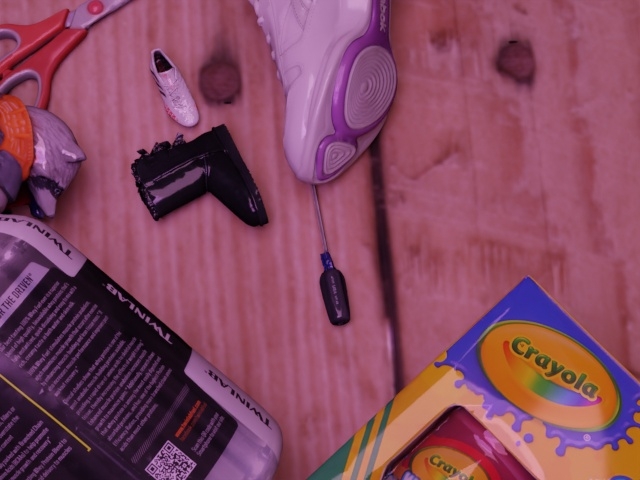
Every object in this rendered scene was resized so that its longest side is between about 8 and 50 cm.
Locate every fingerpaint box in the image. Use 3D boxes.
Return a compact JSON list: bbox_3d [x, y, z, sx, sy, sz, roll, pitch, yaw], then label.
[{"bbox_3d":[0.185,0.316,1.163,0.371,0.163,0.445,-41,76,-12],"label":"fingerpaint box"}]

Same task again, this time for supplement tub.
[{"bbox_3d":[-0.214,0.124,1.161,0.338,0.207,0.207,42,75,-9],"label":"supplement tub"}]

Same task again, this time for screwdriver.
[{"bbox_3d":[0.000,0.000,1.352,0.025,0.024,0.170,-26,63,22],"label":"screwdriver"}]

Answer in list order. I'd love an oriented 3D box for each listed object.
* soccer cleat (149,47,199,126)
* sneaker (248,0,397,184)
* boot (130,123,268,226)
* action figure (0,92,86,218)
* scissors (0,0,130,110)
[{"bbox_3d":[-0.140,-0.145,1.391,0.029,0.035,0.083,-24,72,-8],"label":"soccer cleat"},{"bbox_3d":[-0.004,-0.199,1.389,0.152,0.114,0.305,1,76,32],"label":"sneaker"},{"bbox_3d":[-0.113,-0.047,1.353,0.099,0.045,0.121,-24,65,-10],"label":"boot"},{"bbox_3d":[-0.352,-0.017,1.265,0.330,0.178,0.341,-20,77,-17],"label":"action figure"},{"bbox_3d":[-0.239,-0.222,1.425,0.109,0.021,0.297,39,77,15],"label":"scissors"}]
